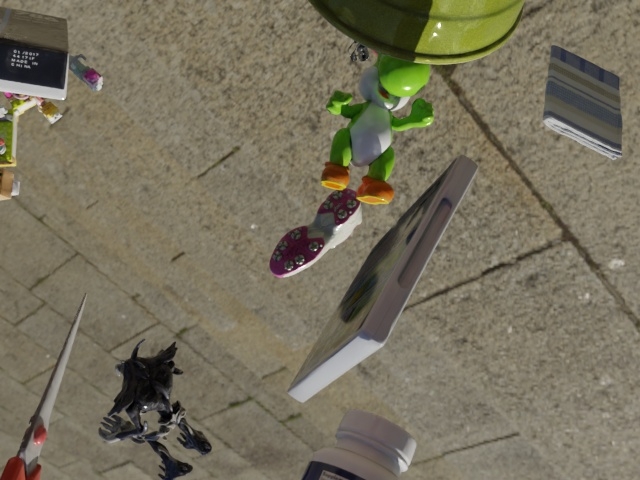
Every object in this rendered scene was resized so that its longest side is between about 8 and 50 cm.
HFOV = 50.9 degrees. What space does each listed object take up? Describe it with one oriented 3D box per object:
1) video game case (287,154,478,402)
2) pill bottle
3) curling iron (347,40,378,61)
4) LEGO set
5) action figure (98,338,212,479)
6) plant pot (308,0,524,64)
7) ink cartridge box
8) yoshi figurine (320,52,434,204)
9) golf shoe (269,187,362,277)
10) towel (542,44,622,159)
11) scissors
[{"bbox_3d":[0.079,0.066,0.949,0.036,0.300,0.329,34,150,-2],"label":"video game case"},{"bbox_3d":[0.026,0.275,0.682,0.111,0.187,0.112,22,151,13],"label":"pill bottle"},{"bbox_3d":[0.156,-0.477,1.781,0.068,0.274,0.035,-35,69,26],"label":"curling iron"},{"bbox_3d":[-0.495,-0.211,1.104,0.132,0.287,0.107,32,164,2],"label":"LEGO set"},{"bbox_3d":[-0.286,0.274,1.112,0.140,0.164,0.276,2,126,30],"label":"action figure"},{"bbox_3d":[0.171,-0.493,0.881,0.366,0.367,0.353,20,149,-1],"label":"plant pot"},{"bbox_3d":[-0.422,-0.265,0.891,0.165,0.333,0.065,3,112,-24],"label":"ink cartridge box"},{"bbox_3d":[0.130,-0.271,1.432,0.202,0.363,0.203,14,172,35],"label":"yoshi figurine"},{"bbox_3d":[0.000,0.000,1.798,0.306,0.115,0.140,-41,152,-3],"label":"golf shoe"},{"bbox_3d":[0.625,-0.333,1.600,0.209,0.285,0.034,24,144,-8],"label":"towel"},{"bbox_3d":[-0.245,0.178,0.557,0.021,0.297,0.109,4,163,13],"label":"scissors"}]
